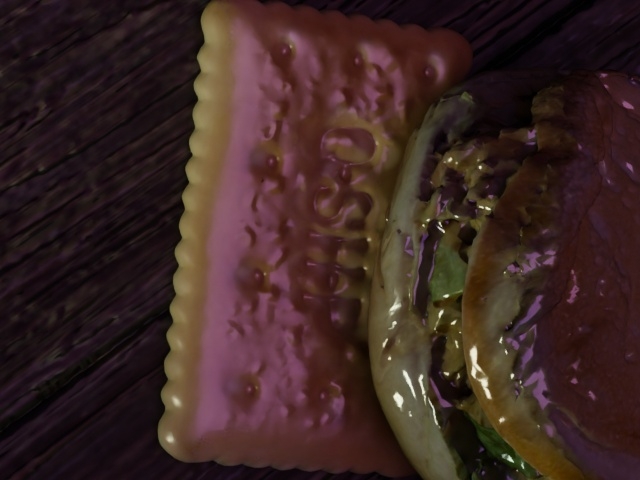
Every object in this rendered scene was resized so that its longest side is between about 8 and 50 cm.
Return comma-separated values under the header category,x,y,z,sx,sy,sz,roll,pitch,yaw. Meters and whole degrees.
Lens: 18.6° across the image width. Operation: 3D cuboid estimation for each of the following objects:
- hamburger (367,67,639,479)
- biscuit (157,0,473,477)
category,x,y,z,sx,sy,sz,roll,pitch,yaw
hamburger,0.141,0.044,1.032,0.243,0.146,0.286,-22,99,-38
biscuit,0.000,0.000,1.047,0.160,0.030,0.250,7,89,-21
